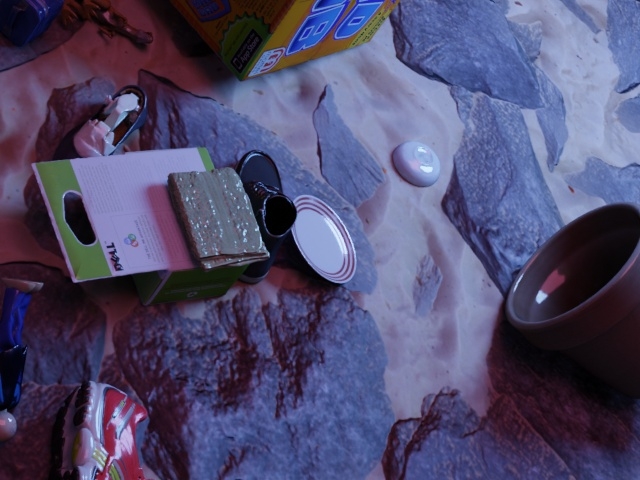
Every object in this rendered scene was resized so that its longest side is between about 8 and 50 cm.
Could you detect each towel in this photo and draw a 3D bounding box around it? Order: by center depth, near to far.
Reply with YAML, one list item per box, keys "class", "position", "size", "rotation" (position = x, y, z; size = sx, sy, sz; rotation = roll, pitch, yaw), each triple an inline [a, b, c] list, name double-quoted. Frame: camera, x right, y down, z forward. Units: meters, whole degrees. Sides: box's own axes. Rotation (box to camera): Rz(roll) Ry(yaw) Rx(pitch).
- class: "towel"
  position: [-0.136, -0.029, 1.760]
  size: [0.110, 0.027, 0.148]
  rotation: [-7, 63, -33]

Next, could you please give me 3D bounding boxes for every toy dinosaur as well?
- class: "toy dinosaur"
  position: [-0.340, -0.357, 2.003]
  size: [0.211, 0.064, 0.112]
  rotation: [50, 28, -2]

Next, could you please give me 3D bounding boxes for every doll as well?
- class: "doll"
  position: [-0.362, 0.139, 1.560]
  size: [0.046, 0.129, 0.189]
  rotation: [9, 88, 3]

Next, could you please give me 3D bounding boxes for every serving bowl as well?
- class: "serving bowl"
  position: [0.157, -0.127, 2.145]
  size: [0.083, 0.027, 0.083]
  rotation: [16, 51, -21]

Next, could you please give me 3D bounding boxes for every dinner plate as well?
- class: "dinner plate"
  position: [0.000, 0.000, 1.940]
  size: [0.141, 0.017, 0.141]
  rotation: [33, 41, -34]

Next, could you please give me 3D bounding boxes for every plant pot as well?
- class: "plant pot"
  position: [0.445, 0.110, 2.023]
  size: [0.229, 0.263, 0.263]
  rotation: [47, 43, -19]

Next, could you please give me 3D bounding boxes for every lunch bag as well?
- class: "lunch bag"
  position: [-0.412, -0.323, 1.895]
  size: [0.067, 0.098, 0.065]
  rotation: [43, 49, -4]

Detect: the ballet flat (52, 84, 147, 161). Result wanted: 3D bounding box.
- class: "ballet flat"
  position: [-0.299, -0.151, 1.856]
  size: [0.074, 0.074, 0.203]
  rotation: [38, 46, -1]

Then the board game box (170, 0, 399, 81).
- class: "board game box"
  position: [-0.041, -0.519, 2.053]
  size: [0.356, 0.356, 0.356]
  rotation: [49, 39, 12]

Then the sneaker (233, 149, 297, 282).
- class: "sneaker"
  position: [-0.071, -0.058, 1.891]
  size: [0.083, 0.118, 0.222]
  rotation: [16, 50, -21]

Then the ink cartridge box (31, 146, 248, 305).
- class: "ink cartridge box"
  position: [-0.246, -0.015, 1.769]
  size: [0.255, 0.097, 0.189]
  rotation: [-7, 62, -34]

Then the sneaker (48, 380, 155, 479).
- class: "sneaker"
  position: [-0.244, 0.290, 1.540]
  size: [0.118, 0.107, 0.279]
  rotation: [24, 50, -27]
